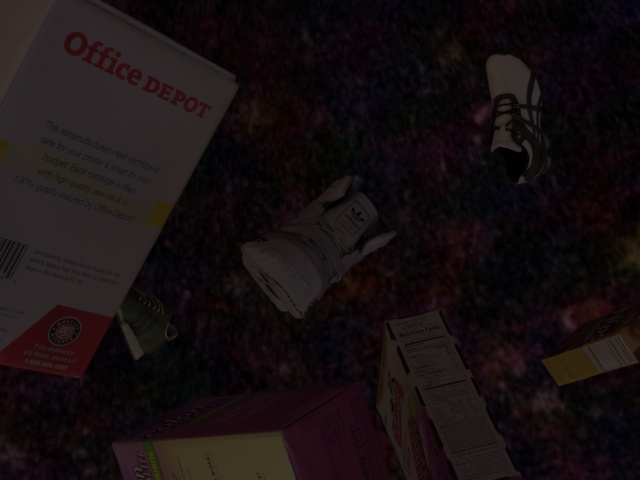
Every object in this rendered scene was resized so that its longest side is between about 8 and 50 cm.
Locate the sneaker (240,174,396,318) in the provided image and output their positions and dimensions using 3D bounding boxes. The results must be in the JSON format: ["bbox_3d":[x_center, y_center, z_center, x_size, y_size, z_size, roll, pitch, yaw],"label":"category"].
[{"bbox_3d":[0.000,0.000,1.778,0.210,0.366,0.137,-39,91,-7],"label":"sneaker"}]

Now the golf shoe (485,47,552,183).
[{"bbox_3d":[0.274,-0.173,1.728,0.077,0.094,0.198,-9,110,40],"label":"golf shoe"}]

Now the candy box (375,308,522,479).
[{"bbox_3d":[0.131,0.213,1.317,0.071,0.233,0.159,-10,136,-13],"label":"candy box"}]

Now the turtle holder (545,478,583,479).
[{"bbox_3d":[0.257,0.272,0.766,0.320,0.243,0.227,-17,123,-40],"label":"turtle holder"}]

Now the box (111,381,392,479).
[{"bbox_3d":[-0.051,0.261,1.153,0.243,0.117,0.213,-13,98,42],"label":"box"}]

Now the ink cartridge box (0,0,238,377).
[{"bbox_3d":[-0.299,-0.072,1.280,0.279,0.160,0.385,23,98,-53],"label":"ink cartridge box"}]

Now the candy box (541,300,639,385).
[{"bbox_3d":[0.411,0.142,1.729,0.053,0.109,0.186,56,150,-2],"label":"candy box"}]

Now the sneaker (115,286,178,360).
[{"bbox_3d":[-0.265,0.101,1.823,0.086,0.064,0.192,-22,141,-10],"label":"sneaker"}]
